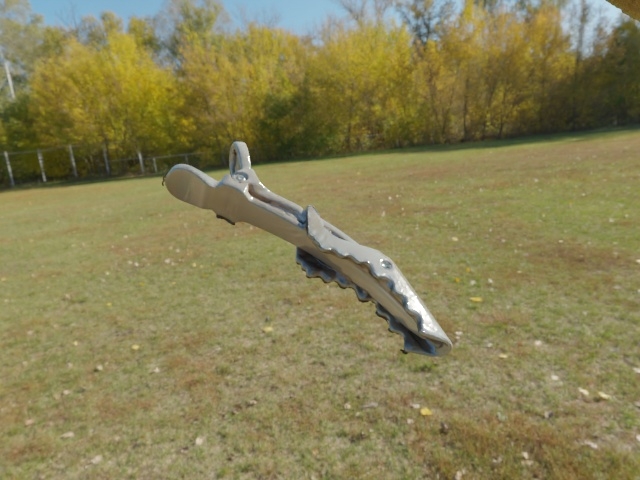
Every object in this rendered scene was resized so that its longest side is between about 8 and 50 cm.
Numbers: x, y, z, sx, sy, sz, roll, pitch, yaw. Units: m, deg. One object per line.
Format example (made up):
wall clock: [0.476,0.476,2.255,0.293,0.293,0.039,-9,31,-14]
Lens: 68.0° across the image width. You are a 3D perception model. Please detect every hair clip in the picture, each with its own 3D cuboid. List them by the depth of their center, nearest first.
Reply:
hair clip: [0.000,0.000,0.339,0.226,0.034,0.072,33,45,8]

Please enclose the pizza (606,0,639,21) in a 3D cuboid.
pizza: [0.441,-0.349,0.609,0.087,0.257,0.268,-27,-2,11]
